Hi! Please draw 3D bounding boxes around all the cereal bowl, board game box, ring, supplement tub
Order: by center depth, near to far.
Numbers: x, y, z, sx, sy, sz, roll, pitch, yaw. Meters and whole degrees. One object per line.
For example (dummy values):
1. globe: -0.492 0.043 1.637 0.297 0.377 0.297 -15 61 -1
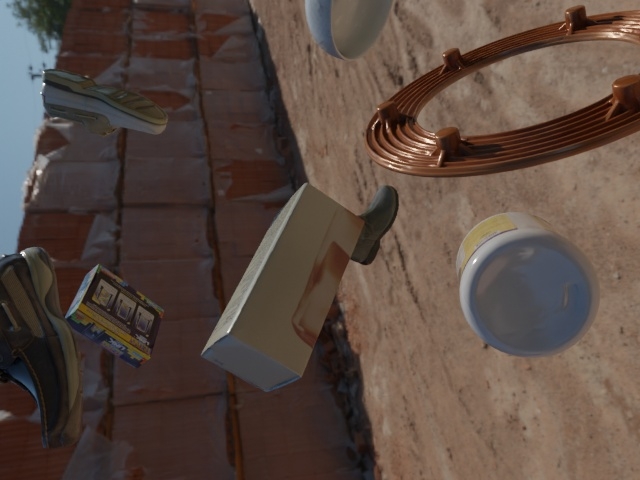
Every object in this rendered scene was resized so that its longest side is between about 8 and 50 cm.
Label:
1. ring: 0.198 -0.163 0.526 0.336 0.336 0.032 -115 0 -63
2. board game box: -0.398 0.148 1.042 0.048 0.170 0.141 -35 29 20
3. supplement tub: 0.403 0.071 1.085 0.331 0.241 0.241 -39 -49 -73
4. cereal bowl: 0.064 -0.648 1.368 0.339 0.141 0.339 -48 -26 -34

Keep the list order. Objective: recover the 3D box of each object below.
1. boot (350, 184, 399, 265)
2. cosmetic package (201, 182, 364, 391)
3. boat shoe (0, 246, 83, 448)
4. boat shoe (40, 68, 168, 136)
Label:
1. boot: 0.115 -0.055 1.451 0.083 0.161 0.247 23 91 47
2. cosmetic package: -0.055 0.074 0.860 0.153 0.129 0.296 -39 22 55
3. boat shoe: -0.436 0.155 0.773 0.355 0.130 0.132 49 137 38
4. boat shoe: -0.497 -0.298 1.229 0.113 0.302 0.103 -56 -13 -65
